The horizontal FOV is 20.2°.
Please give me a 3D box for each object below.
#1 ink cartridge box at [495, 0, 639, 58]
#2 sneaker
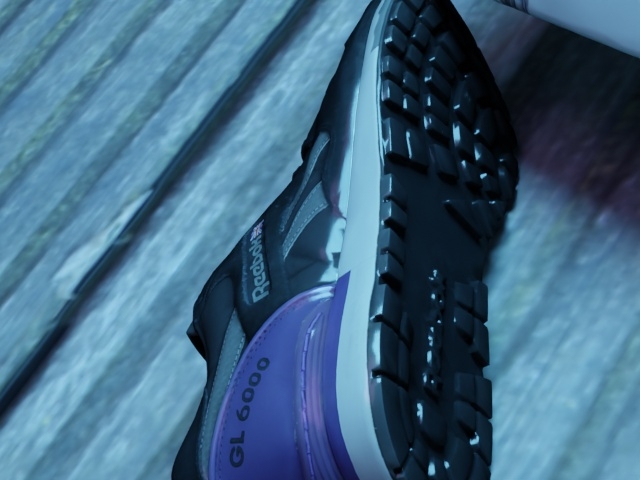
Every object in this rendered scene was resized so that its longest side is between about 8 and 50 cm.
[{"bbox_3d":[0.167,-0.157,0.718,0.198,0.115,0.273,-15,27,-27],"label":"ink cartridge box"},{"bbox_3d":[0.000,0.000,0.741,0.124,0.107,0.283,-19,38,28],"label":"sneaker"}]
